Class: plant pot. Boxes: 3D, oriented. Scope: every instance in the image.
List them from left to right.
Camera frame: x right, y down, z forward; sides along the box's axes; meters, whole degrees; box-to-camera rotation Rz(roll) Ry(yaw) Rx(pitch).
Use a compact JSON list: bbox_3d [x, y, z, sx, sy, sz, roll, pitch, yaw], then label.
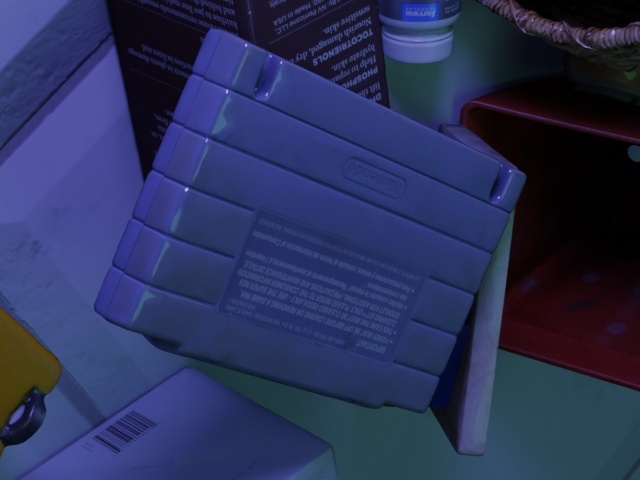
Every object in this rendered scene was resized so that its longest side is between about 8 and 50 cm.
[{"bbox_3d":[0.314,-0.032,1.912,0.236,0.267,0.267,-34,131,-46],"label":"plant pot"}]

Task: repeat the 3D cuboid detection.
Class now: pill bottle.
[{"bbox_3d":[0.087,-0.232,1.702,0.078,0.078,0.137,-22,123,-37],"label":"pill bottle"}]

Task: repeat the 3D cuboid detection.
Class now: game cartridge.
[{"bbox_3d":[0.000,0.000,1.461,0.355,0.068,0.230,21,97,-48],"label":"game cartridge"}]

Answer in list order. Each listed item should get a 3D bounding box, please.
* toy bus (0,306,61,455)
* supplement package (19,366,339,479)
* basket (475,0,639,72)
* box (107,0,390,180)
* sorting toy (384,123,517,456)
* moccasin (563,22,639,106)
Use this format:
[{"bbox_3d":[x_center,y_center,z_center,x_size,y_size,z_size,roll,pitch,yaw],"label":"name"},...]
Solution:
[{"bbox_3d":[-0.346,0.183,1.427,0.332,0.130,0.108,-53,136,-12],"label":"toy bus"},{"bbox_3d":[-0.103,0.294,1.675,0.199,0.198,0.262,-33,129,-31],"label":"supplement package"},{"bbox_3d":[0.227,-0.278,1.657,0.223,0.299,0.213,22,92,-50],"label":"basket"},{"bbox_3d":[-0.048,-0.099,1.547,0.143,0.191,0.381,-30,128,-32],"label":"box"},{"bbox_3d":[0.096,0.035,1.743,0.089,0.257,0.255,4,101,-8],"label":"sorting toy"},{"bbox_3d":[0.357,-0.234,1.892,0.380,0.139,0.147,-29,130,-44],"label":"moccasin"}]
